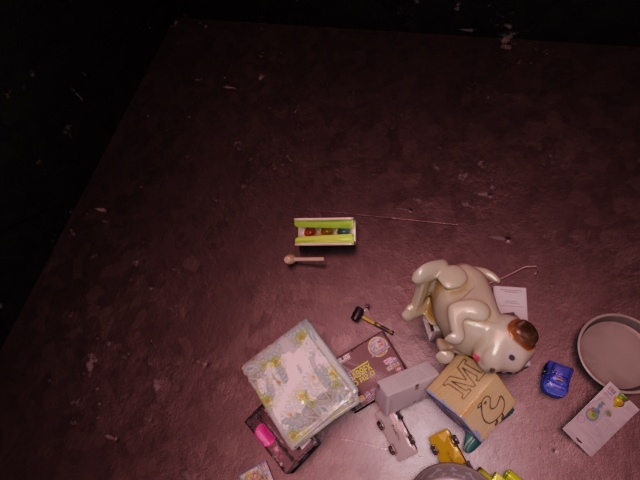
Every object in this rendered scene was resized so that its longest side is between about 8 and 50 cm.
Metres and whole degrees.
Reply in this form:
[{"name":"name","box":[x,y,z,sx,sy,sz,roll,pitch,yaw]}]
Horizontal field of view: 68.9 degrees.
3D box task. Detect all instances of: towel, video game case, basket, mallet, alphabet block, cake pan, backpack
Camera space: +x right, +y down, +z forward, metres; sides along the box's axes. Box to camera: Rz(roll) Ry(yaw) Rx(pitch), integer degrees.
[{"name":"towel","box":[-0.075,0.523,1.727,0.320,0.090,0.375,-35,65,-7]},{"name":"video game case","box":[-0.227,0.946,1.768,0.119,0.015,0.166,-28,64,-3]},{"name":"basket","box":[0.473,0.317,1.839,0.103,0.167,0.114,-13,64,0]},{"name":"mallet","box":[0.214,0.350,1.947,0.189,0.039,0.062,34,75,18]},{"name":"alphabet block","box":[0.536,0.556,1.668,0.197,0.192,0.193,-45,29,-10]},{"name":"cake pan","box":[1.106,0.420,1.731,0.292,0.054,0.294,-4,65,9]},{"name":"backpack","box":[0.864,0.512,1.712,0.097,0.101,0.120,18,74,25]}]

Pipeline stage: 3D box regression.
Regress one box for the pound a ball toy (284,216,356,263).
[{"name":"pound a ball toy","box":[0.000,0.000,2.111,0.318,0.135,0.209,-1,91,10]}]

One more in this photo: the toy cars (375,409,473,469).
[{"name":"toy cars","box":[0.379,0.745,1.708,0.393,0.087,0.177,18,82,23]}]

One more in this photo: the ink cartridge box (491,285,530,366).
[{"name":"ink cartridge box","box":[0.699,0.342,1.759,0.121,0.211,0.290,3,67,10]}]

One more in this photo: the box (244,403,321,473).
[{"name":"box","box":[-0.139,0.732,1.779,0.163,0.142,0.247,-43,67,-11]}]

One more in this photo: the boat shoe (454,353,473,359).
[{"name":"boat shoe","box":[0.593,0.386,1.846,0.079,0.084,0.233,33,63,-17]}]

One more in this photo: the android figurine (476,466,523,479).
[{"name":"android figurine","box":[0.627,0.922,1.593,0.272,0.056,0.248,35,76,23]}]

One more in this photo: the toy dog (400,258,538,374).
[{"name":"toy dog","box":[0.532,0.284,1.599,0.394,0.285,0.408,-12,44,-31]}]

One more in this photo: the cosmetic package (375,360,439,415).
[{"name":"cosmetic package","box":[0.323,0.549,1.736,0.230,0.118,0.085,-17,37,-22]}]

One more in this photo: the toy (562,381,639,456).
[{"name":"toy","box":[0.983,0.626,1.650,0.137,0.056,0.237,45,94,4]}]

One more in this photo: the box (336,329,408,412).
[{"name":"box","box":[0.194,0.520,1.856,0.269,0.060,0.216,-30,64,-4]}]

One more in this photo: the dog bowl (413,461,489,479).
[{"name":"dog bowl","box":[0.446,0.934,1.543,0.348,0.102,0.350,-3,81,19]}]

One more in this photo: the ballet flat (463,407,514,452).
[{"name":"ballet flat","box":[0.596,0.668,1.712,0.247,0.083,0.087,-39,41,-8]}]
